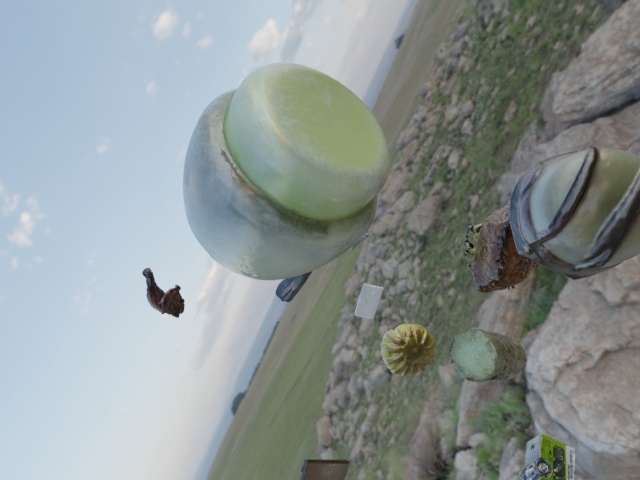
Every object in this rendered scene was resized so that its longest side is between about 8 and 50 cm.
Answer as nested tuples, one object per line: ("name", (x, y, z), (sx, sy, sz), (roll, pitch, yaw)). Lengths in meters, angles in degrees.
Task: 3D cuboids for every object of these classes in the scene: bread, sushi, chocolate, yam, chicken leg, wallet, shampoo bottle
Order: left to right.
("chicken leg", (-0.405, 0.144, 1.260), (0.205, 0.053, 0.093), (68, -148, -66))
("shampoo bottle", (-0.064, -0.100, 0.815), (0.317, 0.322, 0.322), (-48, 14, 45))
("wallet", (0.011, 0.887, 1.826), (0.039, 0.243, 0.133), (3, 75, 43))
("wallet", (0.100, 0.126, 1.009), (0.011, 0.044, 0.083), (-78, 1, -60))
("bread", (0.335, 0.415, 1.840), (0.213, 0.213, 0.104), (-66, 14, -10))
("yam", (0.368, 0.251, 1.054), (0.194, 0.107, 0.107), (17, -80, -47))
("sushi", (0.532, 0.015, 1.432), (0.179, 0.166, 0.297), (-112, 22, -70))
("chocolate", (0.536, -0.056, 0.974), (0.284, 0.283, 0.186), (-66, -7, 7))

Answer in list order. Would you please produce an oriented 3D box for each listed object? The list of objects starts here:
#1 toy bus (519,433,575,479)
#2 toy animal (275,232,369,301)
("toy bus", (0.589, 0.664, 1.236), (0.113, 0.139, 0.302), (103, -174, -52))
("toy animal", (0.030, -0.018, 1.155), (0.205, 0.081, 0.367), (-11, -43, -46))
